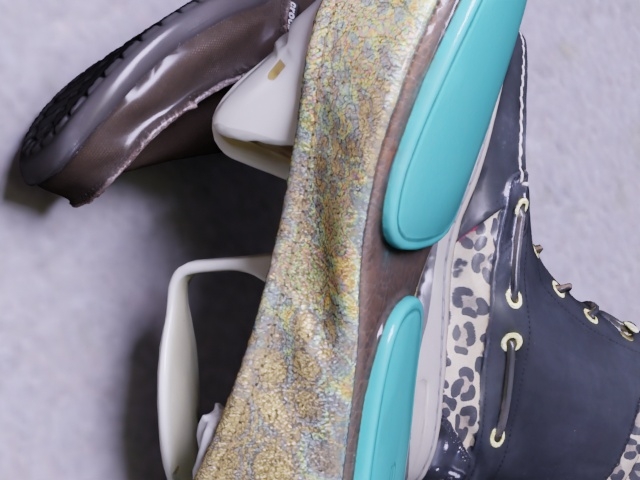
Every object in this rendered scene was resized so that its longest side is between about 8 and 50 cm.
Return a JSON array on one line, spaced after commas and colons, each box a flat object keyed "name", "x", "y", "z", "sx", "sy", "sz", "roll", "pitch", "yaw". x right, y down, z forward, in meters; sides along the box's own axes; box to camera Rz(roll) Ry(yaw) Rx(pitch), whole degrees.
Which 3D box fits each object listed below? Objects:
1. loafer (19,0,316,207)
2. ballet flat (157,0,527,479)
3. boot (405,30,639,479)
[{"name": "loafer", "x": -0.036, "y": -0.073, "z": 0.659, "sx": 0.220, "sy": 0.080, "sz": 0.078, "roll": -41, "pitch": 103, "yaw": -33}, {"name": "ballet flat", "x": 0.000, "y": 0.000, "z": 0.600, "sx": 0.123, "sy": 0.123, "sz": 0.349, "roll": 8, "pitch": 98, "yaw": -33}, {"name": "boot", "x": 0.102, "y": 0.019, "z": 0.733, "sx": 0.178, "sy": 0.085, "sz": 0.237, "roll": 18, "pitch": 78, "yaw": -32}]
